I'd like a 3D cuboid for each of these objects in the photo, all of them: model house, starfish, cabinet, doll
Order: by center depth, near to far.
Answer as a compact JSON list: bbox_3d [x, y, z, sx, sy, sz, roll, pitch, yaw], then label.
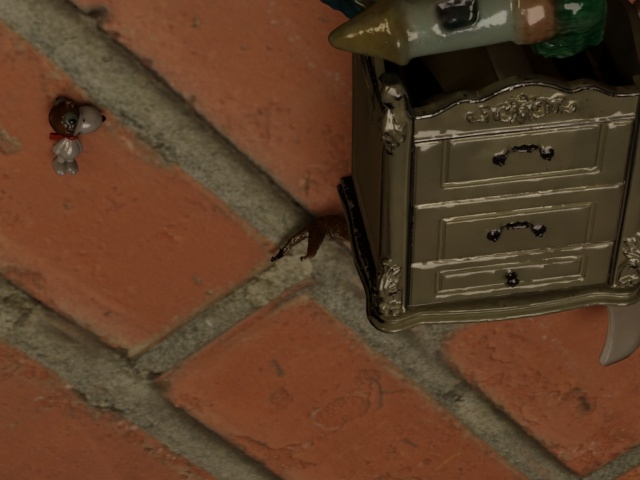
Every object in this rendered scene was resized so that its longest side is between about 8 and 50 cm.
[{"bbox_3d":[0.064,-0.273,1.384,0.325,0.267,0.194,-9,178,8],"label":"model house"},{"bbox_3d":[0.177,-0.105,1.616,0.290,0.227,0.318,-6,135,-6],"label":"cabinet"},{"bbox_3d":[-0.253,-0.106,1.622,0.058,0.040,0.085,11,130,-41],"label":"doll"},{"bbox_3d":[-0.002,-0.005,1.798,0.130,0.041,0.133,-12,-177,22],"label":"starfish"}]

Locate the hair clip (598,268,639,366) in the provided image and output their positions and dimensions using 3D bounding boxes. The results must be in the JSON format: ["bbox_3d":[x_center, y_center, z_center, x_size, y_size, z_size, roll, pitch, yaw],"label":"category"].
[{"bbox_3d":[0.448,0.026,1.944,0.282,0.113,0.172,-17,137,6],"label":"hair clip"}]

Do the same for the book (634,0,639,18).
[{"bbox_3d":[0.415,-0.196,1.763,0.241,0.018,0.170,16,127,-31],"label":"book"}]
